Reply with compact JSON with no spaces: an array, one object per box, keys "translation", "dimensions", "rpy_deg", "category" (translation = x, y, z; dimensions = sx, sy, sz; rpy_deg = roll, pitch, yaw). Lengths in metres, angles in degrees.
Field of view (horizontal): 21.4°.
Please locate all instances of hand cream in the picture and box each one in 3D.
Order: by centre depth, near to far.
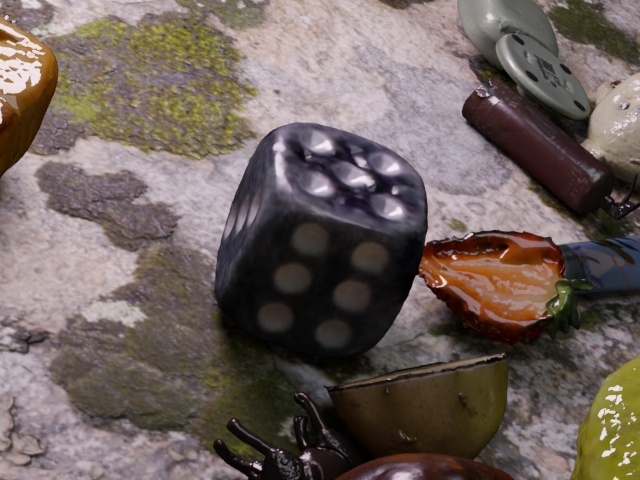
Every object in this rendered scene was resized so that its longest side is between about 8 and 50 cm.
[{"translation":[0.339,0.030,2.041],"dimensions":[0.271,0.058,0.091],"rpy_deg":[-3,48,-42],"category":"hand cream"}]

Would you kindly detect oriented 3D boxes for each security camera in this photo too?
[{"translation":[0.274,-0.249,2.315],"dimensions":[0.157,0.080,0.302],"rpy_deg":[27,29,-29],"category":"security camera"}]

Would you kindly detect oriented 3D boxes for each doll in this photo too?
[{"translation":[-0.002,0.221,1.580],"dimensions":[0.139,0.057,0.165],"rpy_deg":[-17,59,-48],"category":"doll"},{"translation":[0.456,-0.166,2.301],"dimensions":[0.175,0.149,0.278],"rpy_deg":[5,17,19],"category":"doll"}]

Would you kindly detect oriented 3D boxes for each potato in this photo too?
[{"translation":[0.105,0.177,1.640],"dimensions":[0.182,0.202,0.117],"rpy_deg":[-13,86,-5],"category":"potato"}]

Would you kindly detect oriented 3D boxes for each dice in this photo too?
[{"translation":[0.000,0.000,1.747],"dimensions":[0.181,0.182,0.183],"rpy_deg":[17,34,-12],"category":"dice"}]

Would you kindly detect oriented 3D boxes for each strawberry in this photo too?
[{"translation":[0.201,0.058,1.886],"dimensions":[0.192,0.085,0.140],"rpy_deg":[-14,65,-17],"category":"strawberry"}]

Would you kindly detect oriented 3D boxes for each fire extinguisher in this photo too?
[{"translation":[0.303,-0.113,2.164],"dimensions":[0.267,0.089,0.072],"rpy_deg":[43,22,22],"category":"fire extinguisher"}]

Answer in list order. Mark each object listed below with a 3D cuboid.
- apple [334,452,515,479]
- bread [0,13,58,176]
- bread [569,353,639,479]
[{"translation":[0.083,0.285,1.415],"dimensions":[0.230,0.230,0.230],"rpy_deg":[17,36,-13],"category":"apple"},{"translation":[-0.450,-0.146,1.687],"dimensions":[0.337,0.148,0.328],"rpy_deg":[27,31,4],"category":"bread"},{"translation":[0.361,0.288,1.503],"dimensions":[0.348,0.308,0.348],"rpy_deg":[12,40,-10],"category":"bread"}]
